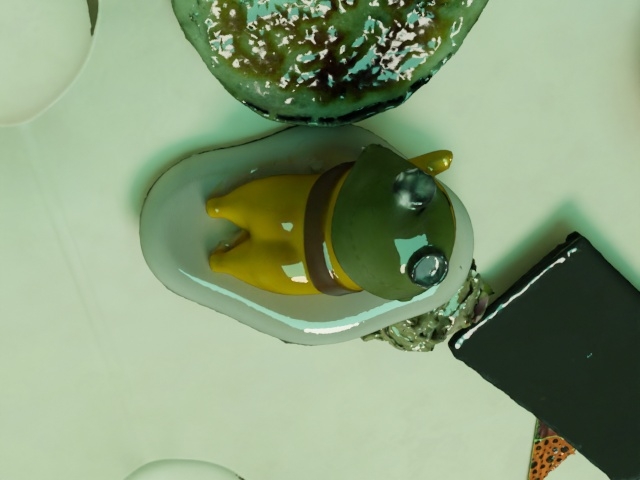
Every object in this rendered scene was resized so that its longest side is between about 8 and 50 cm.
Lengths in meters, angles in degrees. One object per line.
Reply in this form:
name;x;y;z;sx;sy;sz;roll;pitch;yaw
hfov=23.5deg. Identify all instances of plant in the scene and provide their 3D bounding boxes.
plant;0.084;0.037;1.227;0.116;0.105;0.122;-9;172;32

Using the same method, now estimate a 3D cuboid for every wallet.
wallet;0.240;0.109;1.326;0.146;0.030;0.285;-43;128;11

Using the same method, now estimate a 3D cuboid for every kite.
kite;0.236;0.135;1.370;0.222;0.008;0.125;-40;126;11

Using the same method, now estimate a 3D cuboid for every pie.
pie;0.013;-0.183;1.050;0.240;0.054;0.241;-8;127;-11

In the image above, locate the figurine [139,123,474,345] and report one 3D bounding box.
figurine;0.000;0.000;1.078;0.249;0.141;0.167;-5;95;-7
